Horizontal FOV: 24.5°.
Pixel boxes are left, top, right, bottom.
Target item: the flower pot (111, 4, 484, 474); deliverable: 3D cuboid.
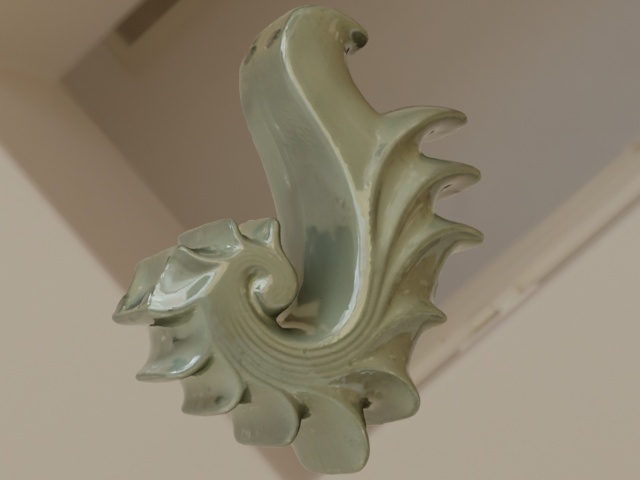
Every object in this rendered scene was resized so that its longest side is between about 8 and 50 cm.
[{"bbox_3d":[0.000,0.000,1.275,0.254,0.367,0.164,32,159,-17],"label":"flower pot"}]
